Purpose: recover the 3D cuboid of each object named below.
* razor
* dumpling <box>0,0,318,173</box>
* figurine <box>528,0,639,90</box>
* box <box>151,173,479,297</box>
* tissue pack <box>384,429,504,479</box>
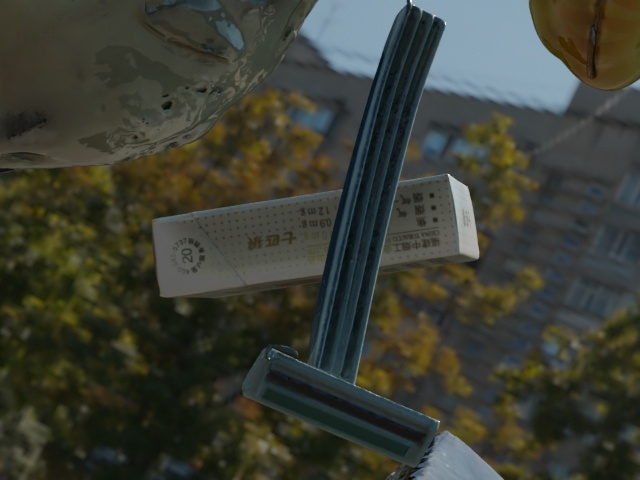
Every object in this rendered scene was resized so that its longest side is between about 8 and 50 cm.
[{"bbox_3d":[0.018,-0.010,0.600,0.068,0.191,0.037,25,-38,-18],"label":"razor"},{"bbox_3d":[-0.148,-0.173,1.050,0.243,0.318,0.187,59,-8,21],"label":"dumpling"},{"bbox_3d":[0.255,-0.194,1.418,0.156,0.131,0.246,10,6,19],"label":"figurine"},{"bbox_3d":[0.000,-0.001,1.828,0.330,0.095,0.210,-7,-4,10],"label":"box"},{"bbox_3d":[0.099,0.276,0.987,0.259,0.122,0.361,52,14,0],"label":"tissue pack"}]
